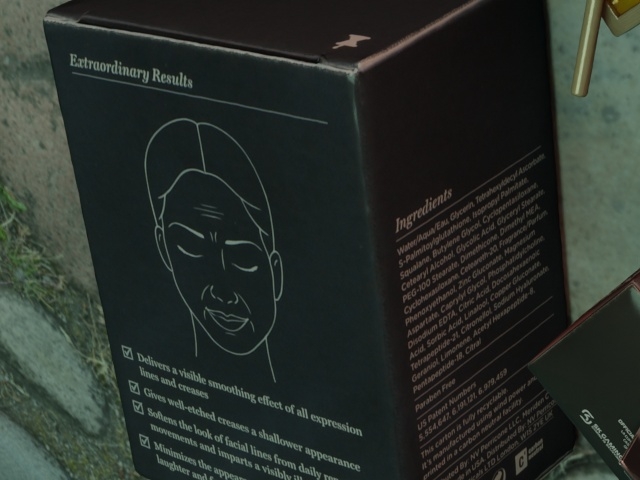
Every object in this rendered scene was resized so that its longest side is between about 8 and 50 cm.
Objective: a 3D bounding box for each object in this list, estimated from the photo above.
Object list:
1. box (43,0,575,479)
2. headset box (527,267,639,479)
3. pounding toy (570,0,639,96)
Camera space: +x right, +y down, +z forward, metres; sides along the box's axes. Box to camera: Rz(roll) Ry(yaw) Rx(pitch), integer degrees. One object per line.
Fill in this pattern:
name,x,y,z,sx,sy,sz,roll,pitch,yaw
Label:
box,0.000,0.000,1.326,0.293,0.212,0.396,15,124,38
headset box,0.276,0.082,1.048,0.218,0.293,0.110,51,138,6
pounding toy,0.194,-0.185,1.109,0.141,0.100,0.130,-34,89,49
